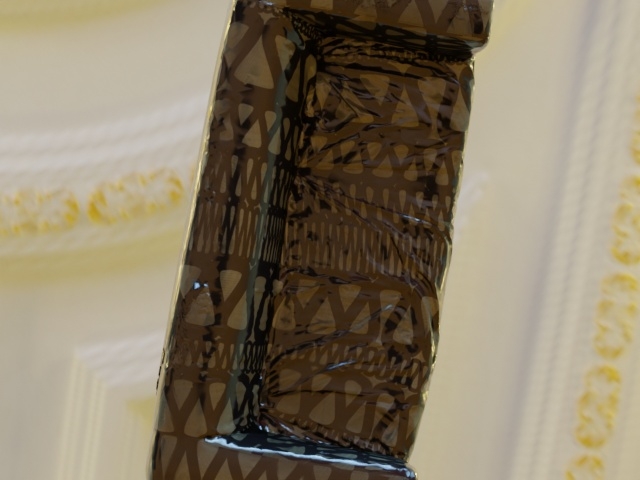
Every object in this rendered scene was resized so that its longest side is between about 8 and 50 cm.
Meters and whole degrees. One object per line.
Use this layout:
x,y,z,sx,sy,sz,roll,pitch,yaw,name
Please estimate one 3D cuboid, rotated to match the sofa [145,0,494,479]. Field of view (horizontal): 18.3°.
0.000,0.000,0.433,0.060,0.039,0.118,10,-93,-5,sofa
